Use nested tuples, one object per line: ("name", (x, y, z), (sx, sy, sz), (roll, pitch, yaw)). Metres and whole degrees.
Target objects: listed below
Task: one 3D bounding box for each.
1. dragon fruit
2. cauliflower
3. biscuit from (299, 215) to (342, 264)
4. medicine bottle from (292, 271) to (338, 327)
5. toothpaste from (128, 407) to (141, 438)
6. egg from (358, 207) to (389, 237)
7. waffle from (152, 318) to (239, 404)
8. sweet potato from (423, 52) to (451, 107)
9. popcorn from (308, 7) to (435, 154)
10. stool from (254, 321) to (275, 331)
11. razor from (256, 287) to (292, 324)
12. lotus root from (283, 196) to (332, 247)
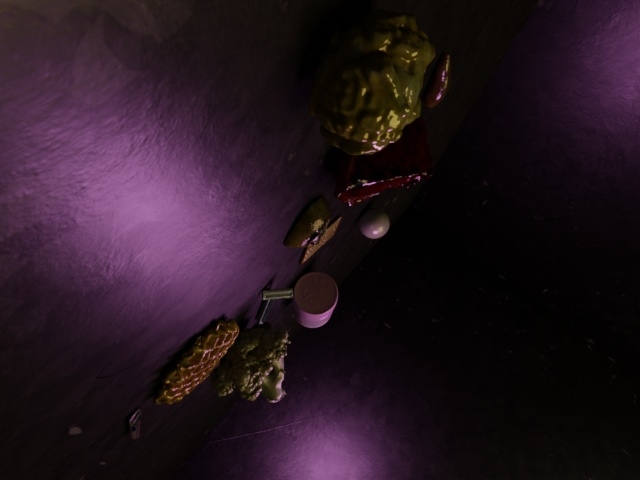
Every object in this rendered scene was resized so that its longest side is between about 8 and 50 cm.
("dragon fruit", (0.121, -0.236, 1.253), (0.285, 0.228, 0.329), (-15, 179, -16))
("cauliflower", (-0.230, 0.451, 1.522), (0.327, 0.281, 0.260), (-42, 166, 4))
("biscuit", (0.000, 0.000, 1.681), (0.231, 0.016, 0.139), (-43, 166, -37))
("medicine bottle", (-0.030, 0.278, 1.973), (0.202, 0.202, 0.316), (-47, 169, -19))
("toothpaste", (-0.529, 0.527, 1.218), (0.045, 0.028, 0.170), (-49, 167, -47))
("egg", (0.272, -0.087, 2.149), (0.151, 0.151, 0.209), (-55, 172, 20))
("waffle", (-0.356, 0.358, 1.287), (0.329, 0.062, 0.329), (-48, 168, -14))
("sweet potato", (0.412, -0.538, 1.468), (0.077, 0.077, 0.244), (-48, 170, -18))
("popcorn", (0.091, -0.271, 0.742), (0.255, 0.194, 0.256), (47, 63, -84))
("stool", (-0.246, 0.400, 1.789), (0.110, 0.096, 0.096), (-34, 160, -41))
("razor", (-0.196, 0.241, 1.596), (0.110, 0.056, 0.278), (-2, 151, -24))
("lotus root", (-0.023, -0.036, 1.327), (0.183, 0.078, 0.204), (-37, 164, -50))
